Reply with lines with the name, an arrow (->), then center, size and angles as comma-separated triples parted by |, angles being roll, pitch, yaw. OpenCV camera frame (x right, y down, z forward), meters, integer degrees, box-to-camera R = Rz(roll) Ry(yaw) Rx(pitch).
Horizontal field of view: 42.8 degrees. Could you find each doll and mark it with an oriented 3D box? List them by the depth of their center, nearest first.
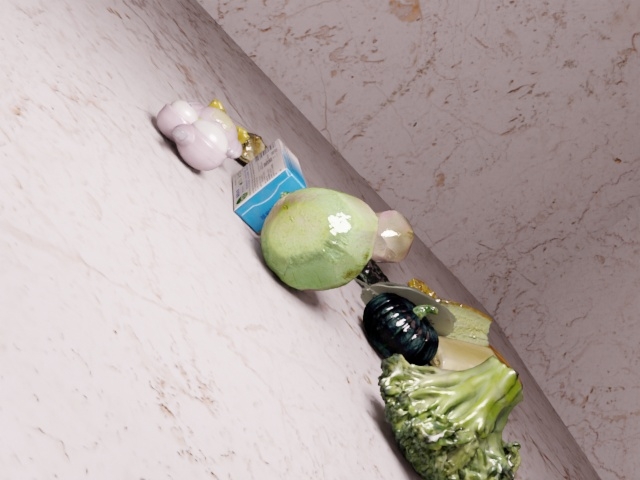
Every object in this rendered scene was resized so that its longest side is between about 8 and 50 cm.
doll -> -0.238, -0.221, 1.667 | 0.160, 0.094, 0.365 | 47, 10, -3

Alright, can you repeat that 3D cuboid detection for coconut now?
coconut -> 0.000, 0.000, 1.582 | 0.204, 0.236, 0.236 | 33, 3, 26
coconut -> 0.202, -0.008, 2.470 | 0.183, 0.171, 0.171 | -4, -41, 50

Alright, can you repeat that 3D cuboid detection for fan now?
fan -> 0.132, 0.126, 1.923 | 0.414, 0.233, 0.012 | 31, 59, -10

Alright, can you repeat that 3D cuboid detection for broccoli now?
broccoli -> 0.245, 0.308, 1.443 | 0.288, 0.245, 0.248 | 54, 1, -11

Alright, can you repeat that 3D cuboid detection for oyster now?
oyster -> -0.154, -0.197, 2.005 | 0.345, 0.078, 0.129 | 42, 22, -48

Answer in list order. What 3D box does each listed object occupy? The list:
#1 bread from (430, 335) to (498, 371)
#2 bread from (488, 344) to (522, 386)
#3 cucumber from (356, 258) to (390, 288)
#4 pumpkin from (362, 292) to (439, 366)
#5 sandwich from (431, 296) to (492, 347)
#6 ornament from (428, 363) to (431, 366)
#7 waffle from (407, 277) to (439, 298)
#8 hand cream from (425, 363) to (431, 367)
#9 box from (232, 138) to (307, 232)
bread -> 0.338, 0.286, 1.935 | 0.178, 0.060, 0.139 | 16, 22, -17
bread -> 0.561, 0.435, 2.671 | 0.199, 0.104, 0.199 | 44, 16, -16
cucumber -> 0.096, 0.054, 2.144 | 0.303, 0.072, 0.081 | 50, 10, -2
pumpkin -> 0.177, 0.200, 1.825 | 0.194, 0.150, 0.194 | 19, -4, 2
sandwich -> 0.312, 0.208, 2.077 | 0.235, 0.122, 0.128 | 7, -5, 17
ornament -> 0.341, 0.373, 2.025 | 0.202, 0.080, 0.236 | 56, 2, -30
waffle -> 0.348, 0.211, 2.654 | 0.197, 0.070, 0.193 | 31, 22, -53
hand cream -> 0.256, 0.323, 1.917 | 0.111, 0.070, 0.312 | 41, 10, -32
box -> -0.110, -0.117, 1.705 | 0.073, 0.139, 0.194 | 46, 12, -24
